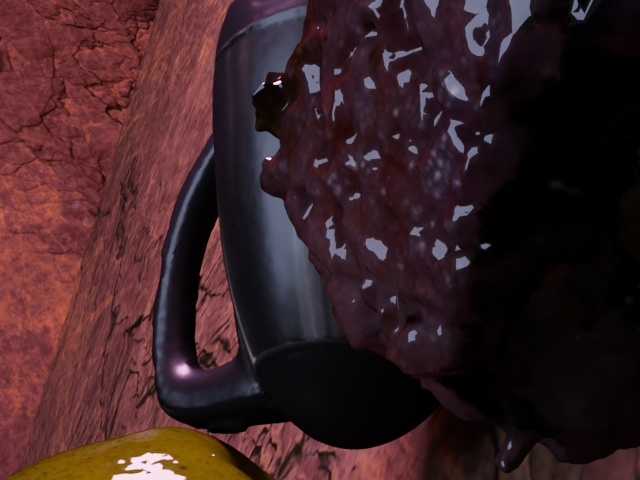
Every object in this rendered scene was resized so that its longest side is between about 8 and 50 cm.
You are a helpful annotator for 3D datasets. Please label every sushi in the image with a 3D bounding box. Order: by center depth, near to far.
[{"bbox_3d":[0.118,-0.051,0.534,0.171,0.236,0.270,62,139,45],"label":"sushi"}]

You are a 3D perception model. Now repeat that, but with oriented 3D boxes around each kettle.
[{"bbox_3d":[0.006,-0.007,0.838,0.207,0.251,0.271,78,-166,-64],"label":"kettle"}]

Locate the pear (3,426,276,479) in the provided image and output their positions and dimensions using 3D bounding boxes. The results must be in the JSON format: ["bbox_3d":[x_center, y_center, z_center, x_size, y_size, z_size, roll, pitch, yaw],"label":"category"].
[{"bbox_3d":[-0.123,0.259,0.821,0.294,0.294,0.294,-57,20,34],"label":"pear"}]
